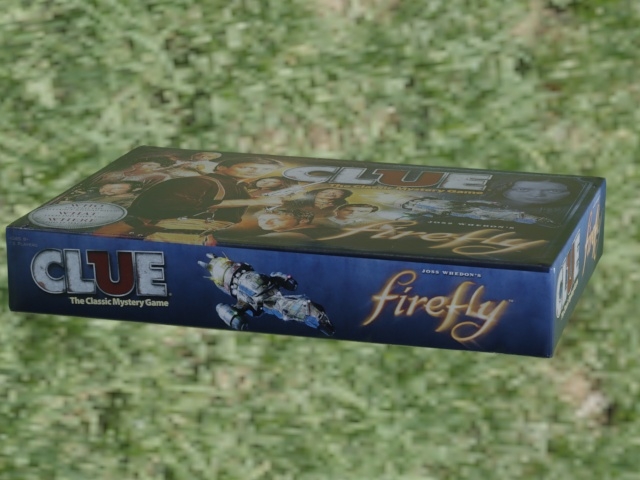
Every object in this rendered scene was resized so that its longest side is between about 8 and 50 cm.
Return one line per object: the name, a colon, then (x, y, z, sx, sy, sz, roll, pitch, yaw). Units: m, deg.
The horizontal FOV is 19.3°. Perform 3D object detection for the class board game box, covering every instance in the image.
board game box: (0.000, 0.000, 0.873, 0.165, 0.243, 0.042, -44, 136, -68)
